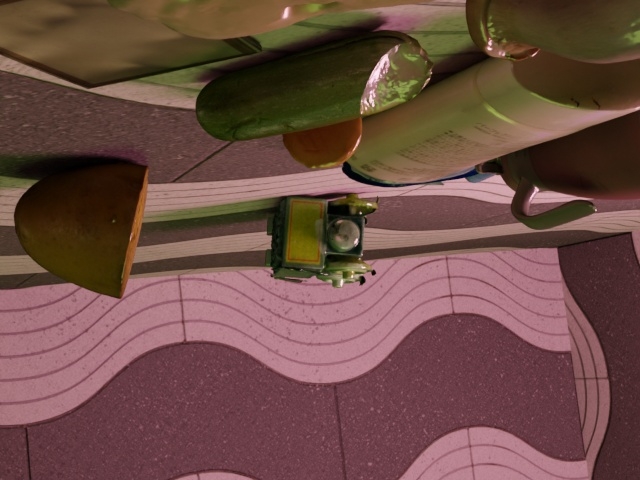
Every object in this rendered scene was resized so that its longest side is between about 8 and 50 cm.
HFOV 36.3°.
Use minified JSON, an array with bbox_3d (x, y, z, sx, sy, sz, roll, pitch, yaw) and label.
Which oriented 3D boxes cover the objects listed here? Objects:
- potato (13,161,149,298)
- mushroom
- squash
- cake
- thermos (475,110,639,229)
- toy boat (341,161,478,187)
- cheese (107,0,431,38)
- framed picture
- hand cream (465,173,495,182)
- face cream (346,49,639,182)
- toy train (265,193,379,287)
[{"bbox_3d":[-0.303,-0.023,1.227,0.158,0.178,0.203,10,-164,-11],"label":"potato"},{"bbox_3d":[0.200,-0.167,0.656,0.212,0.088,0.097,-5,-150,46],"label":"mushroom"},{"bbox_3d":[-0.011,-0.131,0.849,0.239,0.069,0.069,-9,174,32],"label":"squash"},{"bbox_3d":[0.002,-0.113,0.982,0.084,0.084,0.044,-7,177,10],"label":"cake"},{"bbox_3d":[0.301,-0.098,1.071,0.146,0.176,0.265,35,158,-22],"label":"thermos"},{"bbox_3d":[0.121,-0.100,1.313,0.210,0.070,0.291,-3,176,-19],"label":"toy boat"},{"bbox_3d":[0.013,-0.162,0.465,0.263,0.093,0.159,-7,173,9],"label":"cheese"},{"bbox_3d":[-0.162,-0.155,0.732,0.173,0.010,0.231,-8,174,16],"label":"framed picture"},{"bbox_3d":[0.280,-0.128,1.367,0.083,0.048,0.224,2,165,-40],"label":"hand cream"},{"bbox_3d":[0.173,-0.130,0.993,0.173,0.081,0.348,0,172,-28],"label":"face cream"},{"bbox_3d":[0.000,0.000,1.768,0.188,0.159,0.272,4,173,-6],"label":"toy train"}]
